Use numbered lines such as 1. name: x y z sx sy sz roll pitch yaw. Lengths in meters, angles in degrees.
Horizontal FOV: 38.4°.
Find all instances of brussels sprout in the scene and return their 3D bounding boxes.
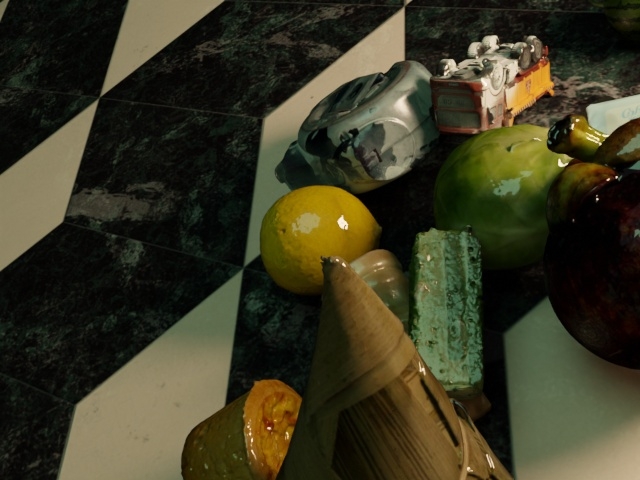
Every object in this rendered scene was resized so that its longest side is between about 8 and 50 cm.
1. brussels sprout: 0.281 -0.064 1.331 0.244 0.244 0.244 -15 48 18

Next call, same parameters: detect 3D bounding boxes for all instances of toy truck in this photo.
1. toy truck: 0.277 -0.247 1.480 0.114 0.135 0.270 9 28 35

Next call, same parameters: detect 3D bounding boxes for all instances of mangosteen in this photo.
1. mangosteen: 0.426 0.002 1.138 0.330 0.330 0.330 -15 48 18

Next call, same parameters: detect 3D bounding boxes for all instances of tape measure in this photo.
1. tape measure: 0.082 -0.188 1.537 0.256 0.147 0.275 -7 33 50

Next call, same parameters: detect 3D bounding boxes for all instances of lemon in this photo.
1. lemon: 0.000 0.000 1.458 0.203 0.178 0.178 -10 50 18

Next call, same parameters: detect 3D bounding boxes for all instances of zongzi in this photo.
1. zongzi: -0.054 0.312 1.043 0.500 0.467 0.218 -39 24 -3

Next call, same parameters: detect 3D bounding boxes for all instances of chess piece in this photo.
1. chess piece: 0.119 0.164 1.316 0.137 0.137 0.301 -31 58 2

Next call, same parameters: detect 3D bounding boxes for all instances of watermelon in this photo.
1. watermelon: 0.530 -0.399 1.530 0.187 0.140 0.140 7 57 49

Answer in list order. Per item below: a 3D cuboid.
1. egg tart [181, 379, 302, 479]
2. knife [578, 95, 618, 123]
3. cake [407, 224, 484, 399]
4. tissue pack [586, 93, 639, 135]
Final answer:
1. egg tart: -0.097 0.301 1.263 0.147 0.202 0.202 -20 46 25
2. knife: 0.400 -0.149 1.478 0.245 0.019 0.072 -42 44 -13
3. cake: 0.169 0.103 1.238 0.100 0.099 0.235 -1 64 9
4. tissue pack: 0.535 -0.143 1.346 0.263 0.089 0.177 -12 50 21
